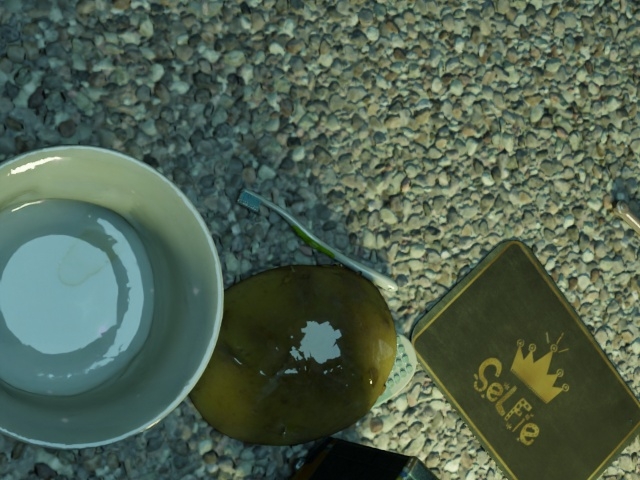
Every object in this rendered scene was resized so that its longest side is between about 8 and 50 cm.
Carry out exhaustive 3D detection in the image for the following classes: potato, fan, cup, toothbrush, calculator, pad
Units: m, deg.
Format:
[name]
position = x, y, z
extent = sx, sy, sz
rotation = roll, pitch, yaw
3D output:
[potato]
position = -0.023, 0.151, 1.672
extent = 0.299, 0.116, 0.239
rotation = -12, 93, -16
[fan]
position = 0.536, 0.035, 1.966
extent = 0.282, 0.023, 0.057
rotation = 38, 84, -18
[cup]
position = -0.302, 0.065, 1.540
extent = 0.347, 0.163, 0.347
rotation = 0, 89, -22
[toothbrush]
position = 0.000, 0.000, 1.744
extent = 0.263, 0.022, 0.026
rotation = 30, 64, -19
[calculator]
position = 0.063, 0.179, 1.765
extent = 0.153, 0.021, 0.095
rotation = -25, 98, -19
[pad]
position = 0.292, 0.223, 1.841
extent = 0.315, 0.063, 0.375
rotation = -43, 104, -17

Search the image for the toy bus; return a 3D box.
[toy bus]
position = 0.053, 0.347, 1.626
extent = 0.138, 0.275, 0.167
rotation = 46, 70, -16
